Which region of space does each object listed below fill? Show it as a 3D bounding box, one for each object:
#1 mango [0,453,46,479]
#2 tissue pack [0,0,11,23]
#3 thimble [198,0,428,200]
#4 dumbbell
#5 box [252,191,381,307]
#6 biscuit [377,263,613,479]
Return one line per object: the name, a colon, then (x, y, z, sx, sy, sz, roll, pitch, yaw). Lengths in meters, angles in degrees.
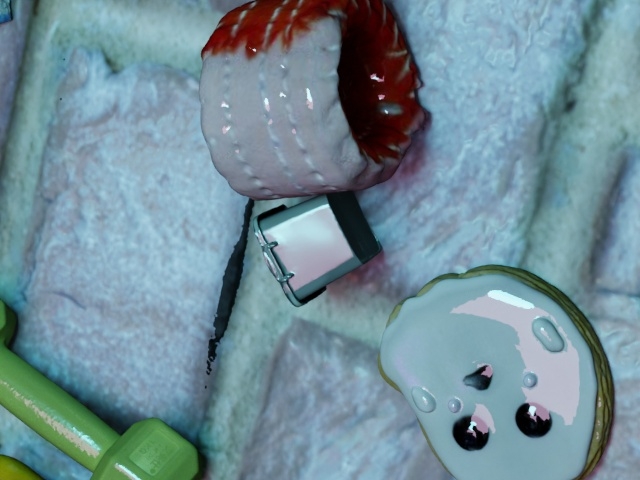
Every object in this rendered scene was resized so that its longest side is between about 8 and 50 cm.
mango: (-0.258, 0.277, 1.770, 0.178, 0.090, 0.115, 40, 147, 13)
tissue pack: (-0.370, -0.217, 1.701, 0.155, 0.115, 0.065, 4, 100, 24)
thimble: (-0.008, -0.118, 1.523, 0.125, 0.189, 0.163, -8, 99, 25)
dumbbell: (-0.248, 0.153, 1.733, 0.302, 0.121, 0.108, 36, 141, 14)
box: (0.000, 0.000, 1.590, 0.069, 0.122, 0.084, -25, 92, 14)
biscuit: (0.148, 0.121, 1.588, 0.181, 0.049, 0.208, -31, 87, 27)
